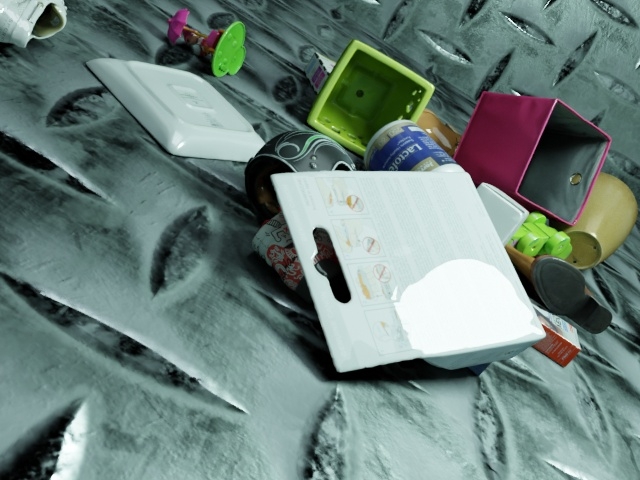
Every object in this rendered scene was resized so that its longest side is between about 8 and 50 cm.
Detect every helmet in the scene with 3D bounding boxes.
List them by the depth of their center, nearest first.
[{"bbox_3d":[-0.025,-0.102,1.275,0.169,0.169,0.162,42,40,17],"label":"helmet"}]

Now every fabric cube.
[{"bbox_3d":[0.539,-0.214,2.017,0.259,0.254,0.258,23,-1,-35],"label":"fabric cube"}]

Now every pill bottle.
[{"bbox_3d":[0.222,-0.131,1.676,0.153,0.153,0.264,10,32,-45],"label":"pill bottle"}]

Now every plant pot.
[{"bbox_3d":[0.111,-0.345,1.875,0.228,0.227,0.207,28,17,-12],"label":"plant pot"},{"bbox_3d":[0.718,-0.032,2.096,0.237,0.237,0.254,37,37,6],"label":"plant pot"}]

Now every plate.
[{"bbox_3d":[-0.242,-0.244,1.416,0.278,0.045,0.277,46,25,25],"label":"plate"}]

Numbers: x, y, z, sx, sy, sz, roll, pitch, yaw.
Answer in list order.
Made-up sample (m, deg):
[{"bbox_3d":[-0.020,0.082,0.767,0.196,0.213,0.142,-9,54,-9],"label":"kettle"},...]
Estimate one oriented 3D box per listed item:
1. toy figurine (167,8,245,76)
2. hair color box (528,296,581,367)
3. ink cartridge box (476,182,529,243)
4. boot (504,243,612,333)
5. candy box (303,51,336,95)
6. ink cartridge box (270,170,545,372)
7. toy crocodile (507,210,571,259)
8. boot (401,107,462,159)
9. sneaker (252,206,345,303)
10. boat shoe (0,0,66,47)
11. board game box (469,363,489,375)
[{"bbox_3d":[-0.264,-0.454,1.743,0.159,0.130,0.173,28,0,10],"label":"toy figurine"},{"bbox_3d":[0.411,0.160,1.485,0.167,0.053,0.093,33,23,-1],"label":"hair color box"},{"bbox_3d":[0.305,-0.014,1.480,0.100,0.172,0.237,39,12,12],"label":"ink cartridge box"},{"bbox_3d":[0.456,0.053,1.627,0.264,0.096,0.280,28,14,-34],"label":"boot"},{"bbox_3d":[0.060,-0.415,2.127,0.159,0.071,0.233,20,26,-29],"label":"candy box"},{"bbox_3d":[0.120,0.045,1.154,0.385,0.091,0.308,-4,62,-33],"label":"ink cartridge box"},{"bbox_3d":[0.500,-0.001,1.882,0.341,0.105,0.115,2,37,-46],"label":"toy crocodile"},{"bbox_3d":[0.340,-0.248,2.164,0.284,0.109,0.220,15,36,-45],"label":"boot"},{"bbox_3d":[0.000,-0.001,1.200,0.145,0.090,0.270,42,26,12],"label":"sneaker"},{"bbox_3d":[-0.480,-0.387,1.320,0.096,0.098,0.277,29,32,-12],"label":"boat shoe"},{"bbox_3d":[0.207,0.112,1.317,0.243,0.042,0.165,41,23,16],"label":"board game box"}]
